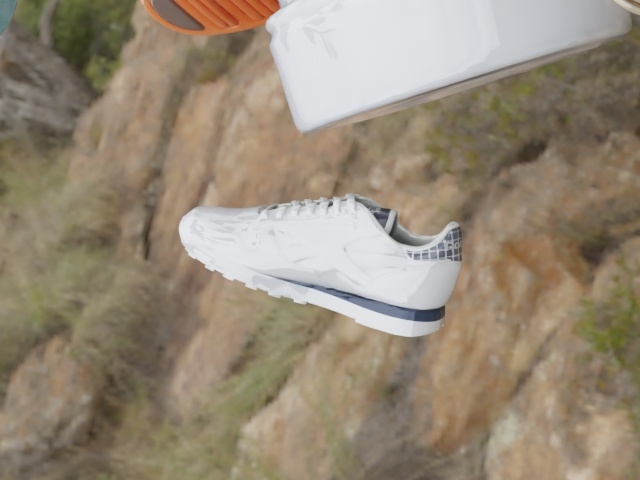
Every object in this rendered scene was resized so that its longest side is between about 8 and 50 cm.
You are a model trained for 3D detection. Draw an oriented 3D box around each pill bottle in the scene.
[{"bbox_3d":[0.019,-0.269,0.765,0.224,0.224,0.392,-14,94,61],"label":"pill bottle"}]

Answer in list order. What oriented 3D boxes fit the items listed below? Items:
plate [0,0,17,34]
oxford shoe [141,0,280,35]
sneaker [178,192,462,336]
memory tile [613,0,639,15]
[{"bbox_3d":[-0.409,-0.281,1.514,0.024,0.188,0.188,156,125,-63],"label":"plate"},{"bbox_3d":[0.006,-0.295,1.128,0.364,0.130,0.132,-33,44,17],"label":"oxford shoe"},{"bbox_3d":[0.000,0.000,1.175,0.090,0.235,0.094,-54,-23,-68],"label":"sneaker"},{"bbox_3d":[0.199,-0.102,0.671,0.113,0.148,0.012,46,130,21],"label":"memory tile"}]
